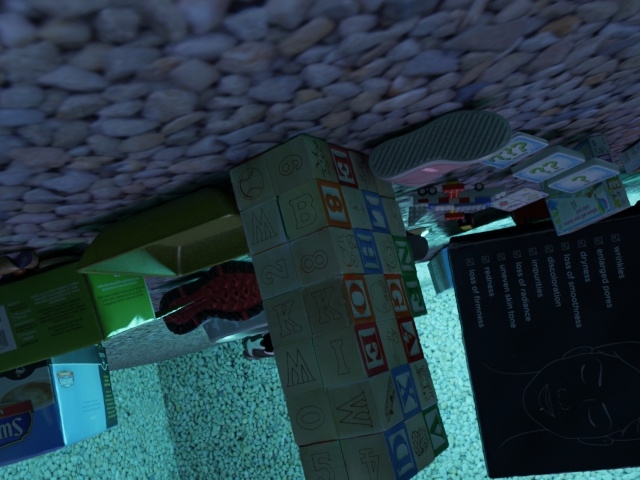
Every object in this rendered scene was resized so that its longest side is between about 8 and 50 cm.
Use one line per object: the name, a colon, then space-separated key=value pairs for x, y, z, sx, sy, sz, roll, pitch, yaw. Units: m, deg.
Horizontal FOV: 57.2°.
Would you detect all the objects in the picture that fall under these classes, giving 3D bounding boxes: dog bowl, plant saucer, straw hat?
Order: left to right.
plant saucer: x=-0.137 y=-0.008 z=0.646 sx=0.188 sy=0.045 sz=0.188 roll=-19 pitch=169 yaw=18
dog bowl: x=-0.122 y=0.160 z=1.403 sx=0.348 sy=0.102 sz=0.349 roll=-15 pitch=170 yaw=-3
straw hat: x=0.167 y=0.024 z=1.196 sx=0.144 sy=0.061 sz=0.144 roll=-15 pitch=170 yaw=-3

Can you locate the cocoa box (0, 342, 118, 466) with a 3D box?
cocoa box: x=-0.526 y=0.264 z=1.037 sx=0.231 sy=0.228 sz=0.347 roll=-13 pitch=170 yaw=-8

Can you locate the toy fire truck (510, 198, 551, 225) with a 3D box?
toy fire truck: x=0.471 y=-0.069 z=1.167 sx=0.192 sy=0.047 sz=0.135 roll=-15 pitch=171 yaw=10

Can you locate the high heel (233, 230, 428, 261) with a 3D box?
high heel: x=0.000 y=0.000 z=0.833 sx=0.261 sy=0.093 sz=0.186 roll=2 pitch=-173 yaw=-14

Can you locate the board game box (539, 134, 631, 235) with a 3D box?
board game box: x=0.372 y=-0.074 z=0.844 sx=0.026 sy=0.104 sz=0.154 roll=-13 pitch=170 yaw=-8

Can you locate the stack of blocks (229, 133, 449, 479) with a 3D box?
stack of blocks: x=0.030 y=0.064 z=0.563 sx=0.087 sy=0.297 sz=0.171 roll=-21 pitch=167 yaw=28

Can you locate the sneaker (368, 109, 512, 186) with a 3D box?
sneaker: x=0.118 y=-0.087 z=0.574 sx=0.134 sy=0.051 sz=0.070 roll=-14 pitch=172 yaw=17

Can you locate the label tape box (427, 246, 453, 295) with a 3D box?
label tape box: x=0.456 y=0.061 z=1.653 sx=0.249 sy=0.115 sz=0.348 roll=-15 pitch=171 yaw=-1

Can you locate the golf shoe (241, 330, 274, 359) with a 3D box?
golf shoe: x=-0.091 y=0.250 z=1.429 sx=0.198 sy=0.077 sz=0.094 roll=-8 pitch=167 yaw=-39

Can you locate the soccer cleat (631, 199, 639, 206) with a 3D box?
soccer cleat: x=0.799 y=-0.034 z=1.480 sx=0.318 sy=0.117 sz=0.108 roll=-23 pitch=175 yaw=-18

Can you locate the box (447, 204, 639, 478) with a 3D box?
box: x=0.538 y=0.190 z=1.214 sx=0.471 sy=0.480 sz=0.297 roll=-10 pitch=-179 yaw=14

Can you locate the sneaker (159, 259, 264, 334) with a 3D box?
sneaker: x=-0.161 y=0.082 z=1.025 sx=0.261 sy=0.104 sz=0.125 roll=-16 pitch=-172 yaw=32

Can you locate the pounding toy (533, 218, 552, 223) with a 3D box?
pounding toy: x=0.559 y=-0.009 z=1.430 sx=0.100 sy=0.130 sz=0.141 roll=-5 pitch=172 yaw=13

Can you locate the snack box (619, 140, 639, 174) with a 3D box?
snack box: x=0.522 y=-0.145 z=0.860 sx=0.100 sy=0.037 sz=0.141 roll=-16 pitch=170 yaw=0

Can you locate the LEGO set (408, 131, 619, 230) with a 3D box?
LEGO set: x=0.242 y=-0.056 z=0.795 sx=0.182 sy=0.060 sz=0.244 roll=11 pitch=159 yaw=-28

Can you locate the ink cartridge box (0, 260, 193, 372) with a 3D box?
ink cartridge box: x=-0.311 y=0.085 z=0.775 sx=0.188 sy=0.097 sz=0.255 roll=-17 pitch=-179 yaw=11

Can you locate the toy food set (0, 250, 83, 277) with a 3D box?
toy food set: x=-0.327 y=0.027 z=0.648 sx=0.077 sy=0.019 sz=0.122 roll=-18 pitch=177 yaw=20
